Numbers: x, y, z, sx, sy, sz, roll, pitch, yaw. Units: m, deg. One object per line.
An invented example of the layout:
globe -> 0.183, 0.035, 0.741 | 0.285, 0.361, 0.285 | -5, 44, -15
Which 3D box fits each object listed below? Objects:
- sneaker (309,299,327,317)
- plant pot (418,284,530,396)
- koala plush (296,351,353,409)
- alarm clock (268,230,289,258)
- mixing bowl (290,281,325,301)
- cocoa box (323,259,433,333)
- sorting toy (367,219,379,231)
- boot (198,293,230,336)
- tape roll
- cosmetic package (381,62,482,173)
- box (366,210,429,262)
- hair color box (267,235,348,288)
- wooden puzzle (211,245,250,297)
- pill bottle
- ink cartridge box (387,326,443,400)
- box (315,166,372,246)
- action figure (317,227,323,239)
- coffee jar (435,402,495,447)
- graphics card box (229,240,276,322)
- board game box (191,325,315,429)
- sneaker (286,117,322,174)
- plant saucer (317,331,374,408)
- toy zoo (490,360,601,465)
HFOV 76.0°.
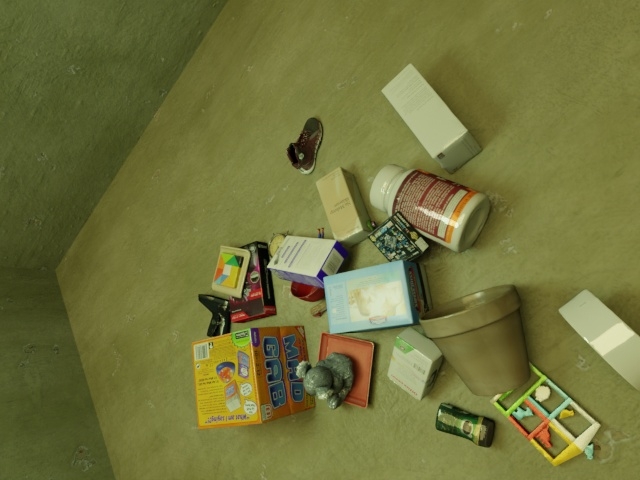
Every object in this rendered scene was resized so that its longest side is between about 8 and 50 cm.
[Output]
sneaker -> 0.010, 0.303, 1.821 | 0.118, 0.067, 0.042 | -25, 62, -4
plant pot -> 0.520, 0.327, 1.317 | 0.323, 0.323, 0.281 | -26, 81, 28
koala plush -> 0.010, 0.539, 1.605 | 0.196, 0.221, 0.203 | 44, 106, 32
alarm clock -> -0.192, 0.052, 1.977 | 0.129, 0.064, 0.192 | -8, 71, 40
mixing bowl -> -0.031, 0.202, 1.808 | 0.181, 0.098, 0.181 | -26, 37, 22
cocoa box -> 0.219, 0.225, 1.570 | 0.347, 0.228, 0.232 | -16, 73, 32
sorting toy -> 0.237, -0.047, 1.710 | 0.042, 0.061, 0.102 | -28, 90, 27
boot -> -0.572, 0.400, 2.162 | 0.246, 0.094, 0.207 | 10, 84, 29
tape roll -> 0.804, 0.268, 1.128 | 0.100, 0.286, 0.286 | -47, 59, 19
cosmetic package -> 0.421, -0.460, 1.565 | 0.156, 0.217, 0.385 | -41, 63, 22
box -> 0.288, 0.002, 1.555 | 0.175, 0.051, 0.220 | 48, 156, 3
hair color box -> -0.061, 0.088, 1.783 | 0.338, 0.110, 0.185 | 7, 58, 46
wooden puzzle -> -0.454, 0.152, 2.046 | 0.220, 0.044, 0.239 | 7, 87, 37
pill bottle -> 0.393, -0.134, 1.519 | 0.392, 0.224, 0.224 | 31, 99, 34
ink cartridge box -> 0.340, 0.444, 1.479 | 0.154, 0.093, 0.213 | 31, 129, 35
box -> 0.106, -0.142, 1.778 | 0.148, 0.121, 0.311 | -30, 66, 26
action figure -> 0.000, 0.000, 1.885 | 0.038, 0.030, 0.115 | -11, 78, 27
coffee jar -> 0.494, 0.630, 1.401 | 0.184, 0.079, 0.096 | 8, 79, 36
graphics card box -> -0.354, 0.210, 2.050 | 0.232, 0.094, 0.371 | -19, 70, 32
board game box -> -0.289, 0.581, 1.777 | 0.356, 0.356, 0.357 | -19, 71, 30
sneaker -> -0.082, -0.467, 1.939 | 0.106, 0.162, 0.282 | 3, 84, 35
plant saucer -> 0.103, 0.530, 1.707 | 0.258, 0.047, 0.259 | 3, 83, 35
toy zoo -> 0.717, 0.558, 1.290 | 0.293, 0.030, 0.192 | 46, 108, 31
